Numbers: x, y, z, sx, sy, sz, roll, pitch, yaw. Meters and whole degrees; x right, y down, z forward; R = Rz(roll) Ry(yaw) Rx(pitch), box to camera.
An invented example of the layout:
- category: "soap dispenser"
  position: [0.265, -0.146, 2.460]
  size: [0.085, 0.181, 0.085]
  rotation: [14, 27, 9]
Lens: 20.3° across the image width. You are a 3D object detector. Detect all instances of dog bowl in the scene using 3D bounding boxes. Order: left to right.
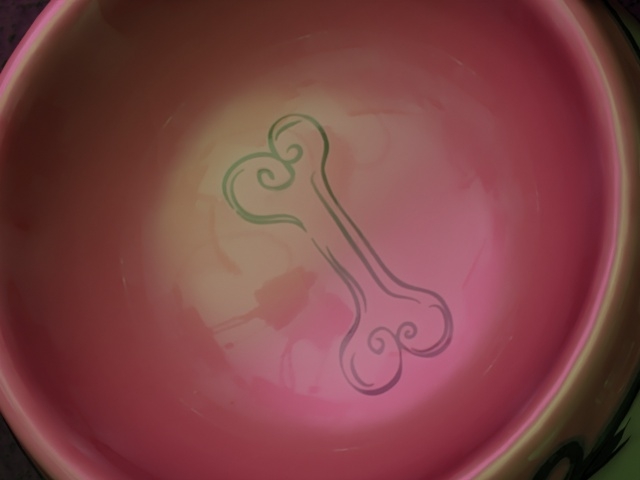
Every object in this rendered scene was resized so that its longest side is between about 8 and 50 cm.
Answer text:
- category: "dog bowl"
  position: [0.000, 0.000, 0.898]
  size: [0.408, 0.150, 0.408]
  rotation: [-4, 75, 15]
